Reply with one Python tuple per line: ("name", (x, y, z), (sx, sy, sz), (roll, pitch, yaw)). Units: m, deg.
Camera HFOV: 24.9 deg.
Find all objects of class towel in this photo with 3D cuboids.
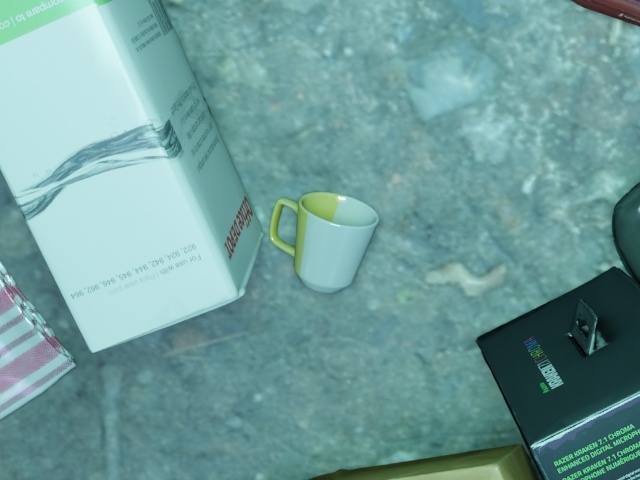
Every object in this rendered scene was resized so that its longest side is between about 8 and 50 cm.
("towel", (-0.307, 0.064, 1.144), (0.144, 0.029, 0.197), (-35, 101, 11))

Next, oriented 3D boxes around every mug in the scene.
("mug", (0.004, 0.001, 1.107), (0.062, 0.078, 0.064), (-2, 118, -30))

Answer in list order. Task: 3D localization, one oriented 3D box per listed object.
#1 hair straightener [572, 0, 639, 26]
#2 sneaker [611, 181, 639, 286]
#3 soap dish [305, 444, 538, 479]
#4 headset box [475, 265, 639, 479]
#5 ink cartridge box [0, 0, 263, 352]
("hair straightener", (0.180, -0.217, 1.050), (0.230, 0.047, 0.089), (17, 83, 4))
("sneaker", (0.330, 0.064, 1.065), (0.286, 0.130, 0.109), (43, 104, -7))
("soap dish", (0.101, 0.294, 1.105), (0.229, 0.118, 0.291), (-16, 106, 35))
("headset box", (0.234, 0.176, 1.035), (0.131, 0.246, 0.283), (-27, 101, 4))
("ink cartridge box", (-0.150, -0.085, 1.010), (0.115, 0.198, 0.273), (-22, 102, 8))
